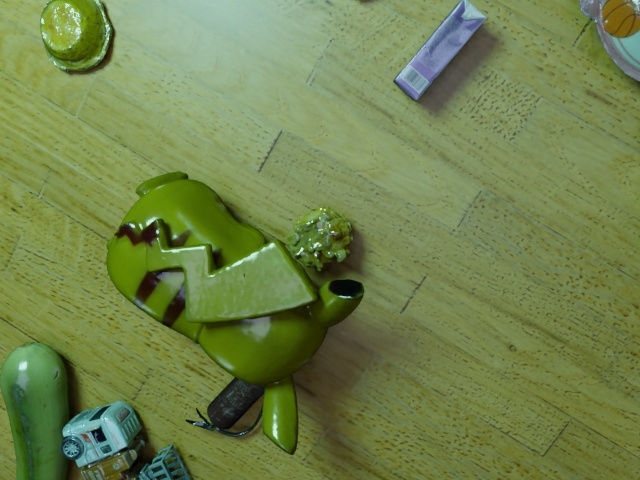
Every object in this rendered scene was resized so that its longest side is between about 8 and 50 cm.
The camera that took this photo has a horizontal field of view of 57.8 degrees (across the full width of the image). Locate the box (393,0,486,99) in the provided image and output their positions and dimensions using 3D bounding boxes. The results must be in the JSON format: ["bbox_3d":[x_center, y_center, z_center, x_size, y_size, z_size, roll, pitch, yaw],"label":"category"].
[{"bbox_3d":[0.134,-0.216,0.662,0.036,0.050,0.117,39,101,-6],"label":"box"}]

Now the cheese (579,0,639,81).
[{"bbox_3d":[0.418,-0.243,0.603,0.285,0.074,0.189,16,103,5],"label":"cheese"}]

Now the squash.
[{"bbox_3d":[-0.394,0.261,0.809,0.083,0.083,0.250,4,103,8],"label":"squash"}]

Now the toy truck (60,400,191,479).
[{"bbox_3d":[-0.262,0.305,0.792,0.115,0.080,0.178,-25,96,7],"label":"toy truck"}]

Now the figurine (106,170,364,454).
[{"bbox_3d":[-0.101,0.055,0.676,0.326,0.169,0.218,34,112,5],"label":"figurine"}]

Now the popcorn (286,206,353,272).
[{"bbox_3d":[0.000,0.000,0.714,0.082,0.057,0.083,-2,101,10],"label":"popcorn"}]

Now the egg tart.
[{"bbox_3d":[-0.315,-0.266,0.729,0.105,0.039,0.105,2,99,11],"label":"egg tart"}]

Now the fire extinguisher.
[{"bbox_3d":[-0.101,0.210,0.770,0.078,0.045,0.157,41,102,-10],"label":"fire extinguisher"}]
